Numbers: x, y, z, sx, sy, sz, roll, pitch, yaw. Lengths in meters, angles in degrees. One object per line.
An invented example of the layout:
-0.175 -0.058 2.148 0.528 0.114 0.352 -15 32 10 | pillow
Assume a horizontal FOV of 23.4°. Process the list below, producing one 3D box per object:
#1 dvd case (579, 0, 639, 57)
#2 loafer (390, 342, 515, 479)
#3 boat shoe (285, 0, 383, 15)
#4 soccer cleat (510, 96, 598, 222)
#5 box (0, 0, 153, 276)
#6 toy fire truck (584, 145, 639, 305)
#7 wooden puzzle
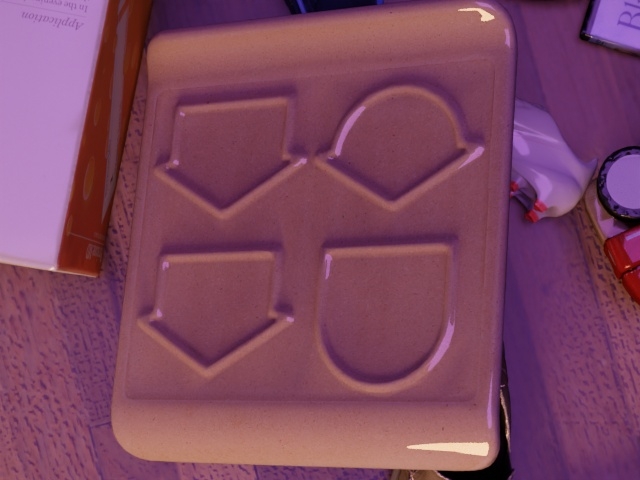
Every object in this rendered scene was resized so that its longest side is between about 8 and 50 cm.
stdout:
0.362 -0.218 1.290 0.253 0.022 0.180 17 88 1 | dvd case
0.103 0.187 1.213 0.094 0.087 0.251 0 108 -2 | loafer
-0.055 -0.269 1.254 0.089 0.109 0.258 -39 85 2 | boat shoe
0.140 -0.099 1.269 0.196 0.068 0.076 43 73 1 | soccer cleat
-0.233 -0.156 1.193 0.168 0.215 0.345 11 88 0 | box
0.352 0.019 1.229 0.217 0.158 0.246 -25 81 6 | toy fire truck
0.000 0.000 1.196 0.322 0.080 0.348 -3 79 27 | wooden puzzle
